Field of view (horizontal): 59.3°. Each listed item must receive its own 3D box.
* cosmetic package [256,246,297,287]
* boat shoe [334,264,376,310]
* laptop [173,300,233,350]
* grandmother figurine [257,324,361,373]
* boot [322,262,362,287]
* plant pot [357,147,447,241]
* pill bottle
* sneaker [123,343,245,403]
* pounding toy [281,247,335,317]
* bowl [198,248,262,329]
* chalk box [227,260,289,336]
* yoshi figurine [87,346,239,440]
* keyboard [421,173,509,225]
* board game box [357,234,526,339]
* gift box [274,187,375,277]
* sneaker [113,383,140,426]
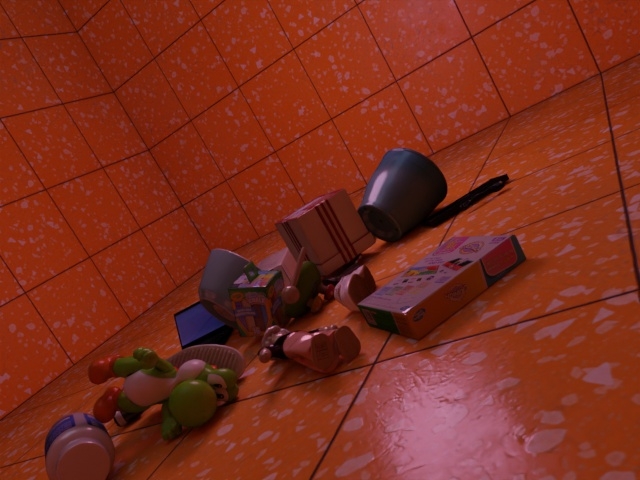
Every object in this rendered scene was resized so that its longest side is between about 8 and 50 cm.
[{"bbox_3d":[-0.182,0.136,2.270,0.160,0.113,0.309,-28,9,9],"label":"cosmetic package"},{"bbox_3d":[0.084,0.142,1.506,0.096,0.098,0.277,-28,0,15],"label":"boat shoe"},{"bbox_3d":[-0.445,0.320,2.015,0.234,0.137,0.264,-28,9,12],"label":"laptop"},{"bbox_3d":[-0.055,0.254,1.340,0.207,0.104,0.342,-4,-6,-27],"label":"grandmother figurine"},{"bbox_3d":[0.074,0.113,1.844,0.106,0.037,0.114,-2,29,43],"label":"boot"},{"bbox_3d":[0.268,-0.144,1.993,0.255,0.272,0.271,-50,18,-25],"label":"plant pot"},{"bbox_3d":[-0.582,0.515,1.357,0.152,0.152,0.272,-34,10,-25],"label":"pill bottle"},{"bbox_3d":[-0.358,0.365,1.556,0.365,0.135,0.150,-15,-9,15],"label":"sneaker"},{"bbox_3d":[-0.025,0.152,1.678,0.237,0.110,0.183,74,-142,-64],"label":"pounding toy"},{"bbox_3d":[-0.291,0.186,1.905,0.311,0.311,0.163,-15,36,57],"label":"bowl"},{"bbox_3d":[-0.186,0.169,1.709,0.131,0.213,0.132,-3,20,21],"label":"chalk box"},{"bbox_3d":[-0.385,0.366,1.350,0.361,0.204,0.203,-3,57,11],"label":"yoshi figurine"},{"bbox_3d":[0.500,-0.134,1.887,0.317,0.033,0.201,-32,3,-8],"label":"keyboard"},{"bbox_3d":[0.266,0.095,1.273,0.316,0.064,0.242,-33,10,-17],"label":"board game box"},{"bbox_3d":[0.000,0.000,1.983,0.276,0.258,0.255,-34,10,-18],"label":"gift box"},{"bbox_3d":[-0.561,0.480,1.723,0.106,0.078,0.234,-27,13,-3],"label":"sneaker"}]
